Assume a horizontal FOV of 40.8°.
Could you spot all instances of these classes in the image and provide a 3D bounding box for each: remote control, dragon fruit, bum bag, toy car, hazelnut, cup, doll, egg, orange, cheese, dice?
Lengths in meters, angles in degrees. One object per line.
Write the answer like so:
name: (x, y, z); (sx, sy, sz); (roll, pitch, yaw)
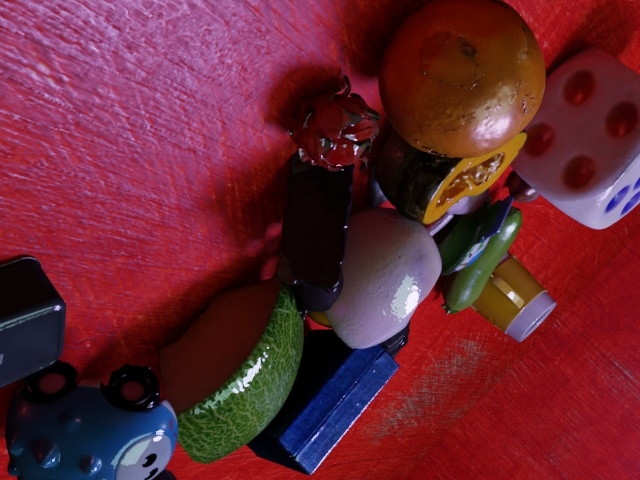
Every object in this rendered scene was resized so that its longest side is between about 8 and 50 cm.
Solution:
remote control: (0.111, -0.106, 1.585); (0.053, 0.018, 0.124); (-35, 153, -23)
dragon fruit: (0.023, -0.161, 1.260); (0.142, 0.121, 0.130); (-27, 155, -26)
bum bag: (0.163, 0.211, 2.049); (0.144, 0.095, 0.340); (-50, 160, -24)
toy car: (-0.342, 0.299, 1.265); (0.255, 0.190, 0.188); (6, 135, -5)
hazelnut: (0.485, -0.126, 2.033); (0.086, 0.086, 0.086); (-34, 152, -21)
cup: (0.486, 0.139, 2.258); (0.185, 0.226, 0.241); (-47, 162, 3)
doll: (0.228, -0.036, 1.776); (0.365, 0.094, 0.160); (-53, 150, 18)
egg: (0.119, 0.050, 1.541); (0.206, 0.162, 0.271); (38, 62, -29)
orange: (0.207, -0.241, 1.271); (0.246, 0.246, 0.246); (-34, 152, -21)
cheese: (0.327, -0.019, 1.847); (0.204, 0.083, 0.320); (-62, -171, -18)
dice: (0.594, -0.217, 1.839); (0.304, 0.277, 0.304); (6, 126, -55)

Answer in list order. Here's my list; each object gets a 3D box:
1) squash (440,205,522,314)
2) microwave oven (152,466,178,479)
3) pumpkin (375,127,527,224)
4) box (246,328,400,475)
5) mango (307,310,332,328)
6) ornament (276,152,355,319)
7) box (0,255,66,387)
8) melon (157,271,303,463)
squash: (0.380, 0.054, 2.112); (0.107, 0.107, 0.395); (-25, 151, -35)
microwave oven: (-0.314, 0.659, 1.779); (0.181, 0.295, 0.237); (-20, 145, -40)
pumpkin: (0.241, -0.166, 1.533); (0.317, 0.139, 0.221); (-24, 147, -41)
box: (-0.018, 0.311, 1.706); (0.279, 0.116, 0.261); (-46, -164, -22)
mango: (0.034, 0.098, 1.659); (0.221, 0.120, 0.151); (9, 111, -51)
ornament: (0.000, 0.000, 1.422); (0.260, 0.106, 0.251); (73, 25, -76)
box: (-0.419, 0.119, 1.061); (0.201, 0.090, 0.144); (-22, 146, -38)
melon: (-0.153, 0.250, 1.547); (0.331, 0.226, 0.343); (-62, 152, -25)
